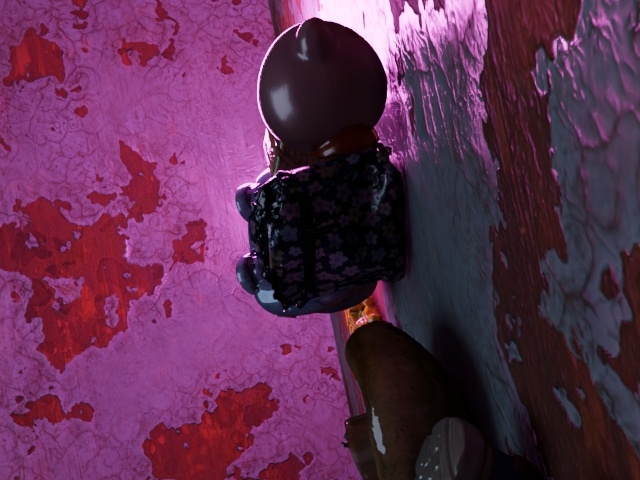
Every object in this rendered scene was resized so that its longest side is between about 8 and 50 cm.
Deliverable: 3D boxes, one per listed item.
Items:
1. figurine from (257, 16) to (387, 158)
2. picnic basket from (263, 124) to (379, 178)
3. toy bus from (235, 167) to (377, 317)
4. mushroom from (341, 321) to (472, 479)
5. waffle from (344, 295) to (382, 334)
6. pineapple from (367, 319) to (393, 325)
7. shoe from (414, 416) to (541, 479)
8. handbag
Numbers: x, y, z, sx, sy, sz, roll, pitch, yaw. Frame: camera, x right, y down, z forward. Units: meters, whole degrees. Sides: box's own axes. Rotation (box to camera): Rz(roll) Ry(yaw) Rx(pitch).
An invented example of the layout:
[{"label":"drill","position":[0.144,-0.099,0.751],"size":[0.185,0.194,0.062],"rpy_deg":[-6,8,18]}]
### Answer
[{"label":"figurine","position":[0.002,-0.192,0.892],"size":[0.173,0.173,0.173],"rpy_deg":[169,90,-86]},{"label":"picnic basket","position":[-0.002,-0.146,1.051],"size":[0.115,0.164,0.079],"rpy_deg":[-106,23,-49]},{"label":"toy bus","position":[0.000,0.000,1.204],"size":[0.232,0.197,0.294],"rpy_deg":[33,-137,-51]},{"label":"mushroom","position":[0.101,0.222,0.821],"size":[0.278,0.146,0.278],"rpy_deg":[-20,-90,-90]},{"label":"waffle","position":[0.089,0.201,1.411],"size":[0.293,0.069,0.259],"rpy_deg":[-110,9,-56]},{"label":"pineapple","position":[0.111,0.212,1.187],"size":[0.074,0.074,0.159],"rpy_deg":[-110,1,-63]},{"label":"shoe","position":[0.135,0.258,0.629],"size":[0.099,0.126,0.227],"rpy_deg":[-84,6,-59]},{"label":"handbag","position":[0.010,-0.013,0.959],"size":[0.127,0.208,0.228],"rpy_deg":[-114,15,-51]}]
